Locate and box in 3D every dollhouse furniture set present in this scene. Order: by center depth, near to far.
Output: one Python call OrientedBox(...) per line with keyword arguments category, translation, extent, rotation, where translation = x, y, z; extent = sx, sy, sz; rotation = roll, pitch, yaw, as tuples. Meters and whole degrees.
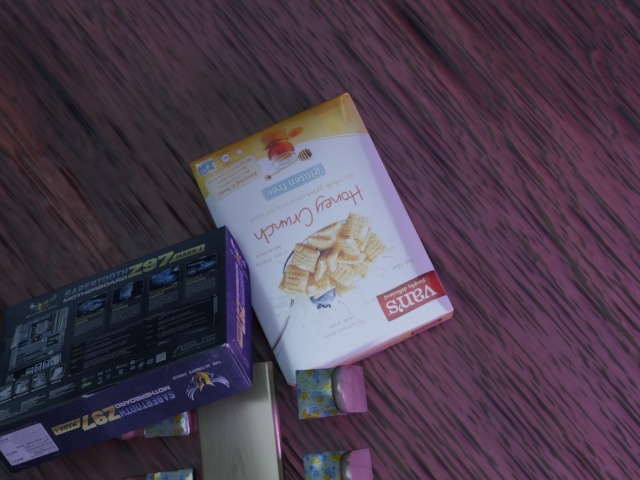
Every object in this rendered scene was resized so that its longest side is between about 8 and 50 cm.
OrientedBox(category="dollhouse furniture set", translation=(-0.072, 0.228, 1.220), extent=(0.212, 0.161, 0.242), rotation=(-8, 82, 13))

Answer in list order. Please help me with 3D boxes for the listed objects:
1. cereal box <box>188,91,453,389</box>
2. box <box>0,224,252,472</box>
OrientedBox(category="cereal box", translation=(0.000, 0.000, 1.354), extent=(0.173, 0.047, 0.240), rotation=(-25, 76, -3))
OrientedBox(category="box", translation=(-0.176, 0.093, 1.259), extent=(0.233, 0.059, 0.183), rotation=(-20, 33, 8))
